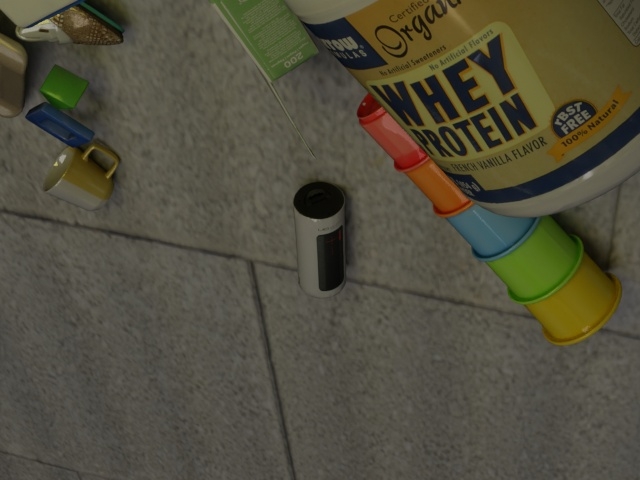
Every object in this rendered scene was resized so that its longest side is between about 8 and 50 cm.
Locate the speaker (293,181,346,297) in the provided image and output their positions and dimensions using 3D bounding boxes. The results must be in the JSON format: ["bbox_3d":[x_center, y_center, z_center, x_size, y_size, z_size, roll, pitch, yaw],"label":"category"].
[{"bbox_3d":[0.000,0.000,1.291,0.055,0.055,0.136,13,141,12],"label":"speaker"}]

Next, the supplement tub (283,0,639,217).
[{"bbox_3d":[0.108,-0.192,0.860,0.228,0.228,0.316,-21,125,43],"label":"supplement tub"}]

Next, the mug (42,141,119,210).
[{"bbox_3d":[-0.263,-0.066,1.343,0.064,0.062,0.078,34,149,-27],"label":"mug"}]

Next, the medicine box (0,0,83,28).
[{"bbox_3d":[-0.097,-0.309,0.771,0.264,0.289,0.149,-14,129,39],"label":"medicine box"}]

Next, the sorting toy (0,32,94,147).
[{"bbox_3d":[-0.375,-0.207,1.211,0.348,0.047,0.196,29,163,-10],"label":"sorting toy"}]

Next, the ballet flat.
[{"bbox_3d":[-0.286,-0.229,1.141,0.206,0.067,0.073,34,175,-8],"label":"ballet flat"}]

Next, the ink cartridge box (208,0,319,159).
[{"bbox_3d":[-0.057,-0.194,1.002,0.056,0.171,0.235,-33,145,4],"label":"ink cartridge box"}]

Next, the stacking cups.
[{"bbox_3d":[0.160,-0.035,1.154,0.316,0.096,0.096,46,137,-19],"label":"stacking cups"}]
